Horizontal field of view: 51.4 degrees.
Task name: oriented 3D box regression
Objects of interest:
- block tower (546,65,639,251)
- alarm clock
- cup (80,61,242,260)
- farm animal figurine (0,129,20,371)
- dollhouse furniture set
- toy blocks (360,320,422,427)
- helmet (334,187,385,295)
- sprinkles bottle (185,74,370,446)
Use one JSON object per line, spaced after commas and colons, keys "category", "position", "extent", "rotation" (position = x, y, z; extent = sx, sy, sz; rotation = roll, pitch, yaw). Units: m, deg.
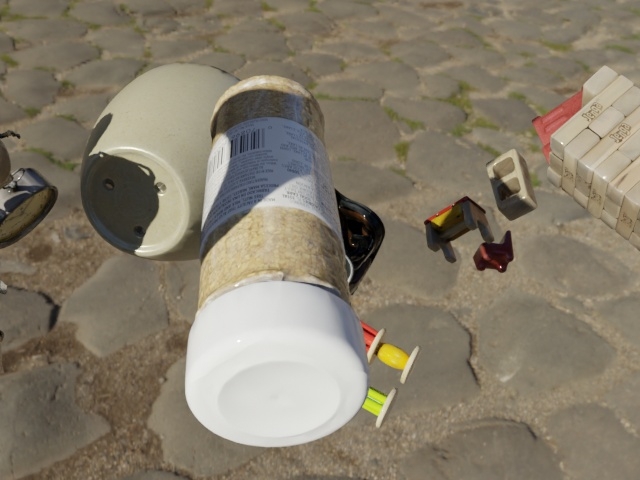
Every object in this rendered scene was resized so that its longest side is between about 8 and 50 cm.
{"category": "block tower", "position": [0.346, -0.009, 0.577], "extent": [0.097, 0.091, 0.335], "rotation": [-41, 63, -2]}
{"category": "alarm clock", "position": [-0.456, -0.059, 0.984], "extent": [0.064, 0.192, 0.129], "rotation": [44, 57, -3]}
{"category": "cup", "position": [-0.240, -0.098, 1.048], "extent": [0.331, 0.331, 0.237], "rotation": [13, 24, 8]}
{"category": "farm animal figurine", "position": [-0.462, -0.006, 0.752], "extent": [0.330, 0.326, 0.172], "rotation": [35, -6, -22]}
{"category": "dollhouse furniture set", "position": [0.392, -0.084, 1.211], "extent": [0.201, 0.374, 0.152], "rotation": [32, 40, -34]}
{"category": "toy blocks", "position": [0.036, 0.150, 0.836], "extent": [0.148, 0.054, 0.123], "rotation": [25, 53, 17]}
{"category": "helmet", "position": [0.000, 0.000, 1.029], "extent": [0.162, 0.169, 0.169], "rotation": [30, 39, 13]}
{"category": "sprinkles bottle", "position": [-0.040, -0.010, 0.559], "extent": [0.121, 0.121, 0.355], "rotation": [2, 39, -8]}
